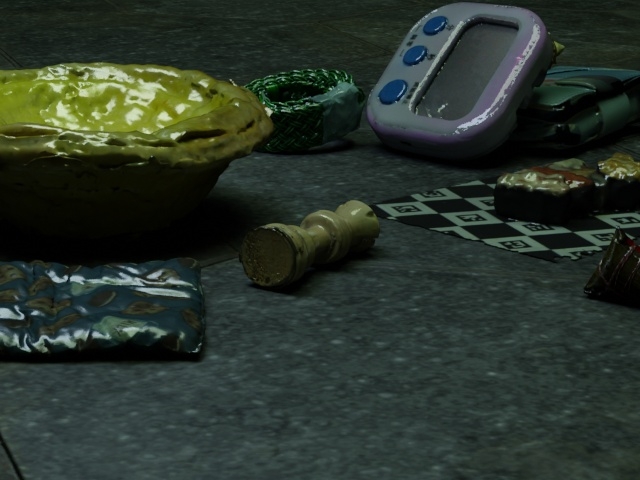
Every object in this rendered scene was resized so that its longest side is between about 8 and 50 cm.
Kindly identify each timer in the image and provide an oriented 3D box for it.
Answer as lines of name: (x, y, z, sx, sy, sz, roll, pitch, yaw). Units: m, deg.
timer: (0.162, -0.183, 1.960, 0.191, 0.069, 0.208, 13, 60, 40)

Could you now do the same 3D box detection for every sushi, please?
sushi: (0.225, -0.053, 1.712, 0.264, 0.050, 0.290, 16, 22, 43)

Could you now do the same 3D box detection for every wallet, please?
wallet: (0.284, -0.166, 2.067, 0.176, 0.075, 0.250, 9, 18, 37)

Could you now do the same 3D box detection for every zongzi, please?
zongzi: (0.279, 0.034, 1.437, 0.083, 0.067, 0.073, 33, 18, 28)

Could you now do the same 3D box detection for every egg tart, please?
egg tart: (-0.215, -0.083, 1.630, 0.345, 0.132, 0.345, 0, 16, 0)

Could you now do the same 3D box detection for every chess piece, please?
chess piece: (0.000, -0.001, 1.507, 0.060, 0.060, 0.172, 11, 16, 30)

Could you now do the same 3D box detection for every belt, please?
belt: (-0.023, -0.145, 1.982, 0.151, 0.079, 0.121, -14, 29, -11)

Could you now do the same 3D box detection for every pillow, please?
pillow: (-0.219, 0.052, 1.346, 0.256, 0.034, 0.189, 2, 18, -4)

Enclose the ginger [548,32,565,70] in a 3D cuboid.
ginger: (0.237, -0.246, 2.301, 0.216, 0.102, 0.157, -7, -6, -19)
